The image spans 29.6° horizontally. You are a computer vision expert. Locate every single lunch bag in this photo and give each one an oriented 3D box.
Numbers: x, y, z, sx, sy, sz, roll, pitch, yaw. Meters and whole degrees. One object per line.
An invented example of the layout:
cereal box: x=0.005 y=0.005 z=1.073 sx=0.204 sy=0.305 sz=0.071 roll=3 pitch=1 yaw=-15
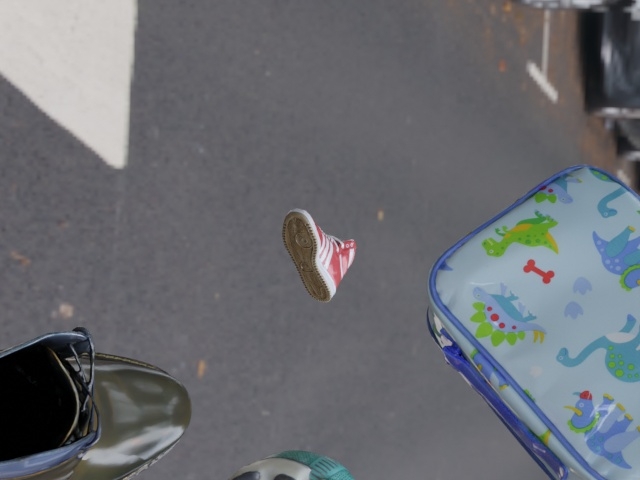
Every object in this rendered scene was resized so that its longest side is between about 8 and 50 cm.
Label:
lunch bag: x=0.185 y=0.068 z=0.823 sx=0.176 sy=0.219 sz=0.090 roll=-36 pitch=153 yaw=-13

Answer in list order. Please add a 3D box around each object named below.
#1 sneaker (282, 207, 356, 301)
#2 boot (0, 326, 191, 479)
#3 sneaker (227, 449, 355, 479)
sneaker: x=0.000 y=0.000 z=1.263 sx=0.067 sy=0.042 sz=0.118 roll=-54 pitch=140 yaw=-37
boot: x=-0.114 y=0.083 z=0.534 sx=0.219 sy=0.106 sz=0.082 roll=-2 pitch=79 yaw=-50
sneaker: x=0.000 y=0.202 z=0.603 sx=0.110 sy=0.107 sz=0.275 roll=-42 pitch=139 yaw=-41
